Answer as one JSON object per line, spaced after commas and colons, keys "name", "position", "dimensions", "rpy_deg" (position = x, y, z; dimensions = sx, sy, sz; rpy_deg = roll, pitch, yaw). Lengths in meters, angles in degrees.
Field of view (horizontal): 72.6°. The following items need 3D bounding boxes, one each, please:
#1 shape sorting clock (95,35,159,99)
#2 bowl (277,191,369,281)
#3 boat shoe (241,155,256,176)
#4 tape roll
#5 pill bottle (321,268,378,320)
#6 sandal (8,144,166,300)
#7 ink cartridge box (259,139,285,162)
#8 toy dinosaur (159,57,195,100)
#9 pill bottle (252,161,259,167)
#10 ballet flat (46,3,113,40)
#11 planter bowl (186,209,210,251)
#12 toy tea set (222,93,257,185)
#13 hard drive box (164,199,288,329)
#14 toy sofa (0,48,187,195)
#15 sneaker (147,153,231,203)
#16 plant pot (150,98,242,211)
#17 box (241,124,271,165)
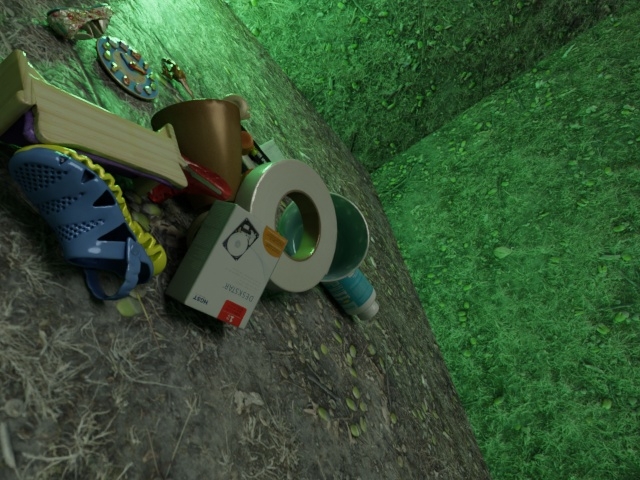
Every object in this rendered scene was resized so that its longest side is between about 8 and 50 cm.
{"name": "shape sorting clock", "position": [-0.551, -0.499, 1.259], "dimensions": [0.206, 0.040, 0.206], "rpy_deg": [48, 21, -25]}
{"name": "bowl", "position": [0.000, 0.000, 1.519], "dimensions": [0.311, 0.312, 0.163], "rpy_deg": [60, -14, 6]}
{"name": "boat shoe", "position": [-0.259, -0.237, 1.512], "dimensions": [0.254, 0.079, 0.095], "rpy_deg": [53, 17, -20]}
{"name": "tape roll", "position": [-0.087, -0.040, 1.266], "dimensions": [0.392, 0.072, 0.391], "rpy_deg": [7, 81, -52]}
{"name": "pill bottle", "position": [0.114, 0.184, 1.671], "dimensions": [0.264, 0.146, 0.146], "rpy_deg": [52, 20, -16]}
{"name": "sandal", "position": [-0.387, -0.016, 0.734], "dimensions": [0.317, 0.126, 0.138], "rpy_deg": [59, 25, -35]}
{"name": "ink cartridge box", "position": [-0.186, -0.316, 1.870], "dimensions": [0.224, 0.045, 0.223], "rpy_deg": [55, 19, -11]}
{"name": "toy dinosaur", "position": [-0.479, -0.557, 1.493], "dimensions": [0.211, 0.064, 0.112], "rpy_deg": [59, 18, 4]}
{"name": "pill bottle", "position": [-0.213, -0.272, 1.700], "dimensions": [0.120, 0.067, 0.067], "rpy_deg": [29, 33, -55]}
{"name": "ballet flat", "position": [-0.620, -0.571, 1.151], "dimensions": [0.077, 0.091, 0.241], "rpy_deg": [61, 25, -23]}
{"name": "planter bowl", "position": [-0.258, -0.009, 1.068], "dimensions": [0.162, 0.162, 0.109], "rpy_deg": [40, -4, -42]}
{"name": "toy tea set", "position": [-0.300, -0.292, 1.402], "dimensions": [0.124, 0.200, 0.335], "rpy_deg": [157, -83, -73]}
{"name": "hard drive box", "position": [-0.202, 0.056, 0.973], "dimensions": [0.089, 0.232, 0.181], "rpy_deg": [15, -15, 43]}
{"name": "toy sofa", "position": [-0.446, -0.181, 0.851], "dimensions": [0.362, 0.150, 0.177], "rpy_deg": [15, 51, -63]}
{"name": "sneaker", "position": [-0.329, -0.127, 1.058], "dimensions": [0.221, 0.128, 0.087], "rpy_deg": [33, 14, 10]}
{"name": "plant pot", "position": [-0.309, -0.213, 1.174], "dimensions": [0.237, 0.237, 0.254], "rpy_deg": [-3, 78, -69]}
{"name": "box", "position": [-0.279, -0.357, 1.560], "dimensions": [0.191, 0.045, 0.184], "rpy_deg": [38, -11, 47]}
